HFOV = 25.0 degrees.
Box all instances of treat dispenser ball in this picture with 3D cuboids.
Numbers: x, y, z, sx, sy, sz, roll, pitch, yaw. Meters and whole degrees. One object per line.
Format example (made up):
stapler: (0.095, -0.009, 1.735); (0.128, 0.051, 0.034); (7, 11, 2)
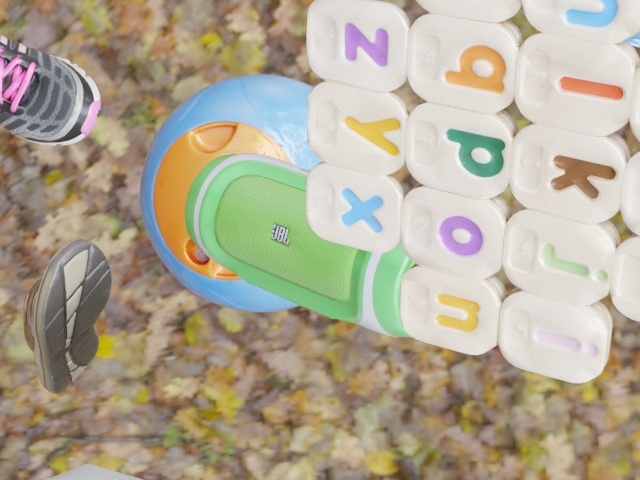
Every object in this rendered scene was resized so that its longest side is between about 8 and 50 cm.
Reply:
treat dispenser ball: (-0.073, -0.056, 1.742); (0.288, 0.288, 0.288); (6, 77, -28)

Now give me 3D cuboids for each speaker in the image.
speaker: (0.000, 0.000, 1.425); (0.131, 0.297, 0.131); (-20, 120, -41)

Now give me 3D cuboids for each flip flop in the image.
flip flop: (-0.318, 0.090, 1.748); (0.080, 0.277, 0.112); (41, 60, 16)

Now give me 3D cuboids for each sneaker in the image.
sneaker: (-0.226, -0.114, 0.967); (0.063, 0.170, 0.075); (-63, 158, 5)

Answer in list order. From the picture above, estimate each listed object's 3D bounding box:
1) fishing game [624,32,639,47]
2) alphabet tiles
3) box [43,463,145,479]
fishing game: (0.223, -0.225, 1.022); (0.189, 0.041, 0.264); (5, 86, -1)
alphabet tiles: (0.118, -0.050, 0.874); (0.021, 0.278, 0.284); (-41, 138, -52)
box: (-0.235, 0.436, 1.819); (0.168, 0.345, 0.214); (-15, 108, -48)
